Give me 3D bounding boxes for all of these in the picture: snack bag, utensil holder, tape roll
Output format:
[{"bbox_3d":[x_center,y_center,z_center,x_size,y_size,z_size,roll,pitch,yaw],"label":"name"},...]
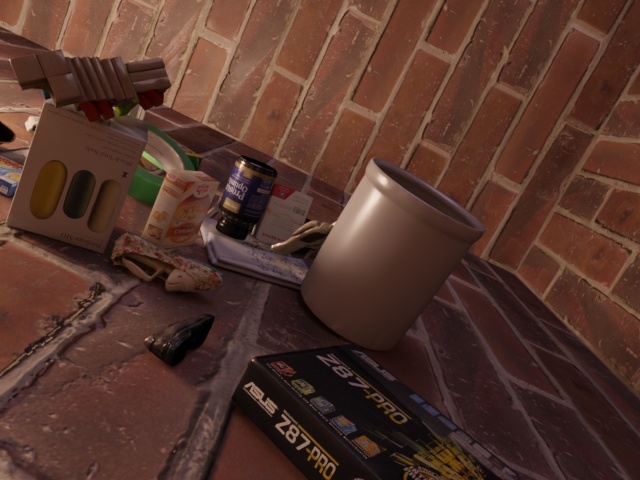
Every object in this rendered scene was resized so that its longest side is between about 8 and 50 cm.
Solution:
[{"bbox_3d":[-0.187,0.030,1.568,0.323,0.037,0.342,19,15,-27],"label":"snack bag"},{"bbox_3d":[0.170,0.037,1.391,0.327,0.385,0.328,28,19,-11],"label":"utensil holder"},{"bbox_3d":[-0.531,-0.244,1.648,0.321,0.077,0.321,36,24,-19],"label":"tape roll"}]

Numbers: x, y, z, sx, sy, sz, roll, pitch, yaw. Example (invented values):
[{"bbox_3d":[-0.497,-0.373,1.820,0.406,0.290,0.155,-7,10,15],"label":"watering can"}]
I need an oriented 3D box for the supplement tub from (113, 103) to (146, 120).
[{"bbox_3d":[-0.853,-0.557,2.179,0.272,0.191,0.191,16,17,-34],"label":"supplement tub"}]

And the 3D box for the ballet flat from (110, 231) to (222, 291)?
[{"bbox_3d":[-0.327,0.064,1.140,0.240,0.091,0.077,22,44,0],"label":"ballet flat"}]

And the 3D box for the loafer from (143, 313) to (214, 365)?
[{"bbox_3d":[-0.240,0.159,0.953,0.061,0.062,0.170,24,12,10],"label":"loafer"}]

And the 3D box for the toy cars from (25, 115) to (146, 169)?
[{"bbox_3d":[-0.734,-0.316,1.734,0.393,0.087,0.176,26,13,-1],"label":"toy cars"}]

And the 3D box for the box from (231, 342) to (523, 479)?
[{"bbox_3d":[0.095,0.324,0.880,0.395,0.097,0.318,35,13,33],"label":"box"}]

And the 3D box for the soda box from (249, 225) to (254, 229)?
[{"bbox_3d":[-0.183,-0.099,1.688,0.181,0.058,0.061,-32,42,-28],"label":"soda box"}]

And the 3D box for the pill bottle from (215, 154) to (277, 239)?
[{"bbox_3d":[-0.214,-0.118,1.539,0.122,0.219,0.123,23,11,-5],"label":"pill bottle"}]

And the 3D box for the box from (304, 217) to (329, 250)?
[{"bbox_3d":[-0.141,-0.067,1.872,0.257,0.079,0.322,13,15,-43],"label":"box"}]

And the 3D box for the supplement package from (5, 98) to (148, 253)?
[{"bbox_3d":[-0.509,-0.151,1.163,0.199,0.263,0.198,20,16,-24],"label":"supplement package"}]

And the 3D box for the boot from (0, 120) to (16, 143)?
[{"bbox_3d":[-0.892,-0.310,1.289,0.295,0.104,0.211,24,-9,-42],"label":"boot"}]

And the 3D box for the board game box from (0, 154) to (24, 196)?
[{"bbox_3d":[-0.759,-0.167,1.249,0.201,0.035,0.136,26,14,-1],"label":"board game box"}]

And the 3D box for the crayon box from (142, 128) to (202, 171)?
[{"bbox_3d":[-0.612,-0.352,2.094,0.278,0.081,0.165,33,16,26],"label":"crayon box"}]

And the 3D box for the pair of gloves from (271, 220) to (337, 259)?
[{"bbox_3d":[0.000,0.000,1.567,0.240,0.204,0.042,16,55,-49],"label":"pair of gloves"}]

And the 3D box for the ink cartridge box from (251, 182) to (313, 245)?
[{"bbox_3d":[-0.117,-0.070,1.626,0.127,0.175,0.072,21,0,-21],"label":"ink cartridge box"}]

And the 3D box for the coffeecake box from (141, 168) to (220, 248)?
[{"bbox_3d":[-0.347,-0.079,1.361,0.068,0.186,0.142,30,15,17],"label":"coffeecake box"}]

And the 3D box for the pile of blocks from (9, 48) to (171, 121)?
[{"bbox_3d":[-0.434,-0.281,1.063,0.362,0.149,0.113,-30,100,-62],"label":"pile of blocks"}]
